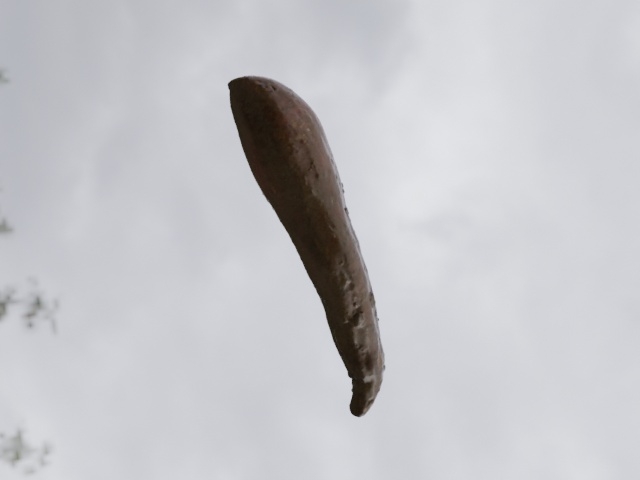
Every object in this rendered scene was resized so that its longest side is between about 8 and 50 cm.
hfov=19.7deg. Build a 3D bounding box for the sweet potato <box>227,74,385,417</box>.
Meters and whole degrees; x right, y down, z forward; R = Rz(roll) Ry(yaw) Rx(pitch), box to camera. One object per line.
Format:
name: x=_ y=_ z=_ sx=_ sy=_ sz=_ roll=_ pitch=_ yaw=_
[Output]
sweet potato: x=0.000 y=0.000 z=1.080 sx=0.050 sy=0.050 sz=0.214 roll=-17 pitch=-85 yaw=54
